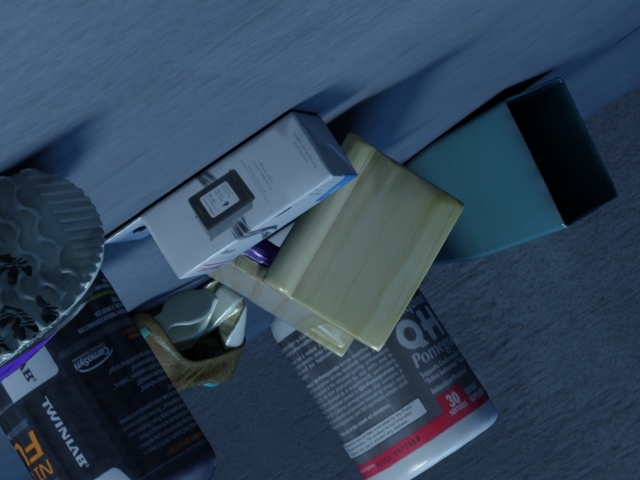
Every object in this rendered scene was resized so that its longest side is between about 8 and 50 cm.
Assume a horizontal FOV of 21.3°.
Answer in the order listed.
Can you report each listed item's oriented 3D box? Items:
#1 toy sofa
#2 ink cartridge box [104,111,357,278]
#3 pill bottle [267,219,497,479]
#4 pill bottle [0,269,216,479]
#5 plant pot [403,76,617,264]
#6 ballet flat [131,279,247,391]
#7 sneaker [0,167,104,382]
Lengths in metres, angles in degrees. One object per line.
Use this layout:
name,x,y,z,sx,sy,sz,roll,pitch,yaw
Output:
toy sofa,0.000,0.000,1.575,0.150,0.177,0.362,-58,-179,-6
ink cartridge box,-0.068,-0.025,1.316,0.180,0.060,0.104,-34,176,12
pill bottle,0.052,0.119,1.982,0.176,0.318,0.176,-33,176,-3
pill bottle,-0.167,0.147,1.308,0.130,0.245,0.130,-33,175,-3
plant pot,0.203,-0.066,2.084,0.234,0.165,0.166,-26,180,34
ballet flat,-0.152,0.105,1.954,0.124,0.116,0.342,-54,166,14
sneaker,-0.246,0.077,0.955,0.293,0.102,0.146,-32,176,-11
